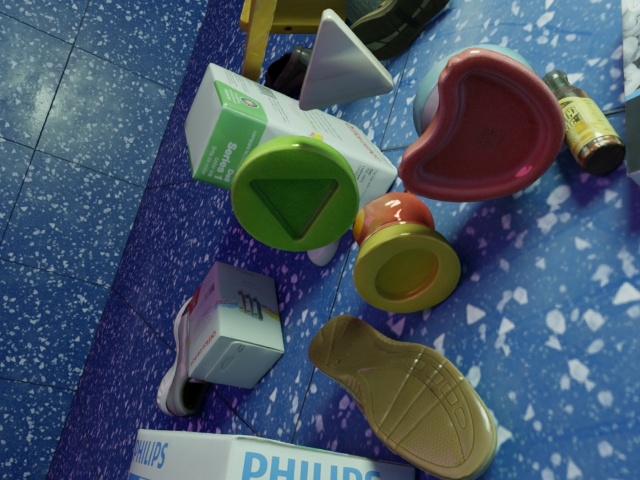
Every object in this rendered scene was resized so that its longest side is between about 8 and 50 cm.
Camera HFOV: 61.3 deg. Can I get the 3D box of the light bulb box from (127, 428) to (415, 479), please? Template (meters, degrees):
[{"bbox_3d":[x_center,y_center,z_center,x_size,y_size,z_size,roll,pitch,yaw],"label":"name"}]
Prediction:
[{"bbox_3d":[-0.099,0.415,0.601,0.357,0.225,0.362,-26,49,54],"label":"light bulb box"}]

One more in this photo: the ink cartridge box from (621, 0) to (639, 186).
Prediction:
[{"bbox_3d":[0.333,-0.159,0.396,0.208,0.045,0.207,-20,55,54],"label":"ink cartridge box"}]

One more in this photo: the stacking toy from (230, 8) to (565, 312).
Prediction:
[{"bbox_3d":[0.069,-0.092,0.579,0.309,0.279,0.131,-57,19,35],"label":"stacking toy"}]

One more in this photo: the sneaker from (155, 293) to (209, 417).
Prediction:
[{"bbox_3d":[-0.267,0.248,1.168,0.107,0.100,0.272,0,76,46],"label":"sneaker"}]

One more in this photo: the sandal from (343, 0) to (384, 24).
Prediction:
[{"bbox_3d":[0.119,-0.452,0.878,0.097,0.054,0.254,62,143,17],"label":"sandal"}]

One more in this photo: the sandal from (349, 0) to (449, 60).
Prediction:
[{"bbox_3d":[0.124,-0.364,0.860,0.219,0.089,0.060,-32,35,50],"label":"sandal"}]

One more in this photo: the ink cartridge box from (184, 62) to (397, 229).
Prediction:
[{"bbox_3d":[-0.051,-0.139,0.823,0.117,0.278,0.201,-61,29,22],"label":"ink cartridge box"}]

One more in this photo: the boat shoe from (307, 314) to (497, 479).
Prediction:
[{"bbox_3d":[0.090,0.167,0.593,0.104,0.089,0.285,-45,30,-8],"label":"boat shoe"}]

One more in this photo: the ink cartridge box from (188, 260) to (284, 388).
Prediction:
[{"bbox_3d":[-0.157,0.155,0.977,0.128,0.127,0.176,-51,33,31],"label":"ink cartridge box"}]

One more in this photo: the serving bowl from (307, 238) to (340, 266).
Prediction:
[{"bbox_3d":[0.000,0.000,0.905,0.083,0.027,0.084,-39,41,45],"label":"serving bowl"}]

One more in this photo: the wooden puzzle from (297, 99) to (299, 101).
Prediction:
[{"bbox_3d":[-0.106,-0.214,1.107,0.238,0.044,0.221,-21,29,36],"label":"wooden puzzle"}]

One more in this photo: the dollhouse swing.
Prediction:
[{"bbox_3d":[0.006,-0.447,0.926,0.347,0.314,0.305,123,137,-62],"label":"dollhouse swing"}]

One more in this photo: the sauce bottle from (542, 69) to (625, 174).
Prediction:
[{"bbox_3d":[0.248,-0.119,0.524,0.042,0.042,0.128,-48,34,35],"label":"sauce bottle"}]

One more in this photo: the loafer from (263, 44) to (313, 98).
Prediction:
[{"bbox_3d":[-0.073,-0.386,1.215,0.302,0.095,0.109,13,84,62],"label":"loafer"}]
